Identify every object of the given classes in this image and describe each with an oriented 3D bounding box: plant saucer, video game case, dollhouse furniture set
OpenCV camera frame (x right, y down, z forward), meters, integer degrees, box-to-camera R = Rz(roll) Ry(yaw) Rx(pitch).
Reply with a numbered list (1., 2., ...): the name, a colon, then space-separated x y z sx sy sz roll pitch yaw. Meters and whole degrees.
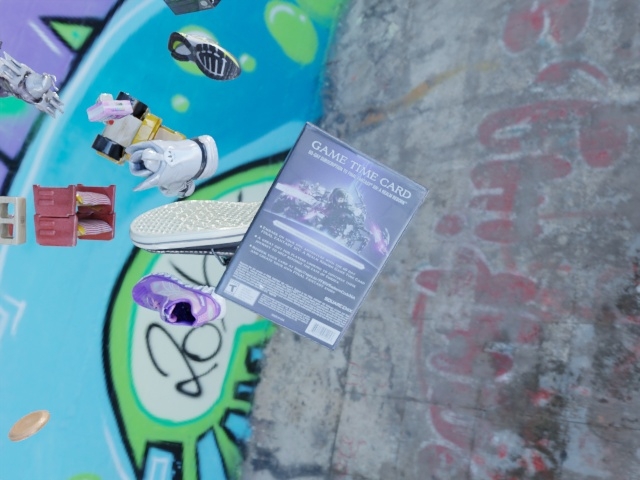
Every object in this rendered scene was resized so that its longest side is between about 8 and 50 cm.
1. plant saucer: -0.572 0.360 1.332 0.084 0.013 0.083 -20 21 8
2. video game case: 0.000 0.000 0.959 0.274 0.196 0.026 -60 11 10
3. dollhouse furniture set: -0.745 -0.072 1.758 0.375 0.201 0.152 2 95 11

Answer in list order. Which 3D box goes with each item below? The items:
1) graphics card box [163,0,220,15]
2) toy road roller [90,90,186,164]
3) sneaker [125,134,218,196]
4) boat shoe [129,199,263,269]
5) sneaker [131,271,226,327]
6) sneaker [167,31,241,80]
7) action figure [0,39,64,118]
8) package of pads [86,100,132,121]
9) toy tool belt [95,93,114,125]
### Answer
1. graphics card box: -0.466 -0.851 2.025 0.233 0.371 0.094 10 59 47
2. toy road roller: -0.559 -0.313 2.140 0.202 0.241 0.329 -63 14 -1
3. sneaker: -0.440 -0.198 1.878 0.366 0.210 0.137 -18 81 58
4. boat shoe: -0.194 -0.002 1.601 0.187 0.501 0.155 44 130 50
5. sneaker: -0.332 0.140 1.517 0.237 0.104 0.095 10 117 22
6. sneaker: -0.358 -0.608 2.213 0.300 0.121 0.111 34 126 26
7. action figure: -0.617 -0.317 1.335 0.285 0.185 0.099 9 56 30
8. package of pads: -0.435 -0.268 1.404 0.050 0.083 0.031 -16 94 29
9. toy tool belt: -0.534 -0.318 1.681 0.051 0.052 0.083 -16 80 42
